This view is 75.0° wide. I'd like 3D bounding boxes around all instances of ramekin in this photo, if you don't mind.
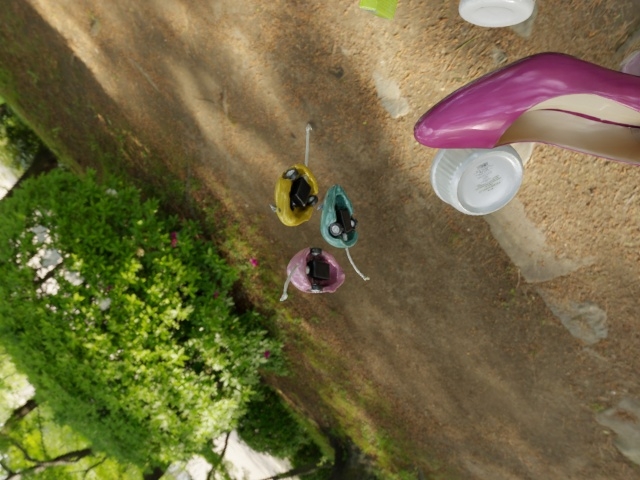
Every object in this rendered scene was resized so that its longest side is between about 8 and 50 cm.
[{"bbox_3d":[0.384,-0.159,1.012,0.208,0.109,0.206,-5,123,-7],"label":"ramekin"}]

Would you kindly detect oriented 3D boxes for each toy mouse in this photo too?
[{"bbox_3d":[0.000,0.000,0.388,0.031,0.160,0.143,-11,140,33],"label":"toy mouse"}]

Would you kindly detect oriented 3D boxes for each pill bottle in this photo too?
[{"bbox_3d":[0.312,-0.489,0.691,0.121,0.121,0.220,15,101,33],"label":"pill bottle"}]

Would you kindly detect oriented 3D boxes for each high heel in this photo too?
[{"bbox_3d":[0.313,-0.128,0.503,0.127,0.378,0.181,73,-178,-76],"label":"high heel"}]

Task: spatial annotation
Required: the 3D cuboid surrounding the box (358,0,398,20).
[{"bbox_3d":[0.135,-0.539,0.813,0.043,0.109,0.178,25,116,21],"label":"box"}]
